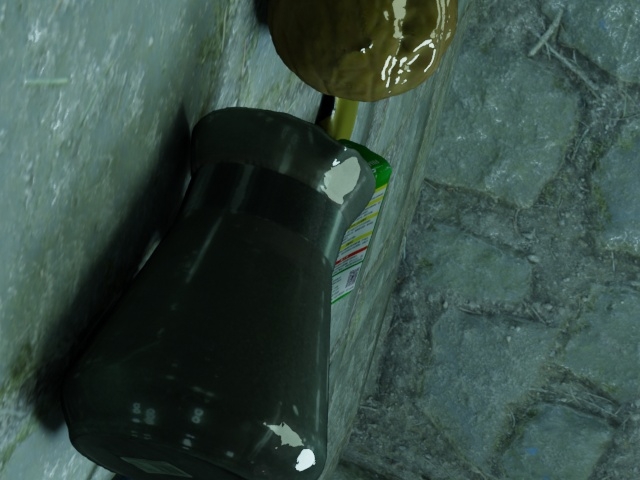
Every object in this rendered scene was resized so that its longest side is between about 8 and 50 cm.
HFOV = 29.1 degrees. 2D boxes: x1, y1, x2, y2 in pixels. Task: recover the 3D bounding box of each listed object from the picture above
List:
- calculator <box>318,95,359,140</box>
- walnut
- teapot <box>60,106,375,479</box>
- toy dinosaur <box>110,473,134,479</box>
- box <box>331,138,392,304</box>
[{"bbox_3d":[0.031,-0.205,1.892,0.157,0.033,0.236,-54,159,-56],"label":"calculator"},{"bbox_3d":[0.049,-0.266,1.358,0.228,0.228,0.228,20,90,-81],"label":"walnut"},{"bbox_3d":[-0.094,0.073,1.208,0.300,0.253,0.344,-23,-137,55],"label":"teapot"},{"bbox_3d":[-0.135,0.228,1.368,0.247,0.188,0.075,-59,158,-43],"label":"toy dinosaur"},{"bbox_3d":[0.002,-0.014,1.826,0.180,0.103,0.250,-28,140,-57],"label":"box"}]
